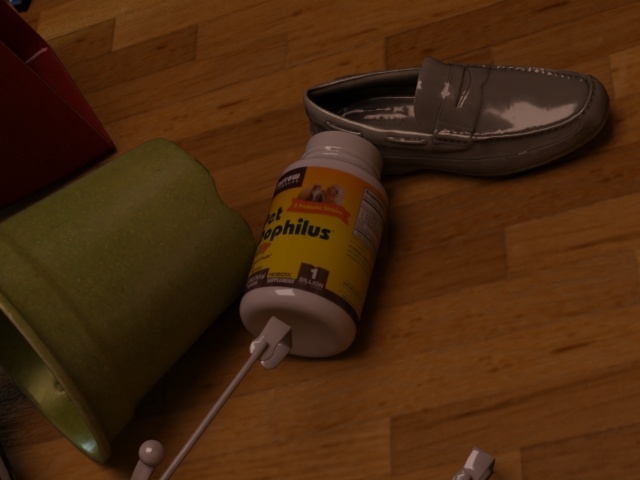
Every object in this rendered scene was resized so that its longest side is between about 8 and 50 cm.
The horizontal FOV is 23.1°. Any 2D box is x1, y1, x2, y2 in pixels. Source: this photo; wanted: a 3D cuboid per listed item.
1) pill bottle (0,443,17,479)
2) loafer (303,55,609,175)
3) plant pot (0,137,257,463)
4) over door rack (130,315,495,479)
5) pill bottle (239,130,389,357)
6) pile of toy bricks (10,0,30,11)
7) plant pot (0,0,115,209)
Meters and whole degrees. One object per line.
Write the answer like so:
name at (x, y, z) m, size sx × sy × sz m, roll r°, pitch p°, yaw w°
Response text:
pill bottle at (-0.370, 0.270, 1.531) m, size 0.162 × 0.162 × 0.278 m, roll -38°, pitch 45°, yaw -1°
loafer at (0.131, -0.130, 1.586) m, size 0.319 × 0.111 × 0.112 m, roll -6°, pitch 53°, yaw 27°
plant pot at (-0.209, 0.038, 1.574) m, size 0.254 × 0.276 × 0.276 m, roll -40°, pitch 45°, yaw -18°
over door rack at (-0.027, 0.222, 1.290) m, size 0.239 × 0.108 × 0.324 m, roll 32°, pitch 56°, yaw 12°
pill bottle at (0.000, 0.000, 1.557) m, size 0.117 × 0.117 × 0.215 m, roll -3°, pitch 54°, yaw 28°
pile of toy bricks at (-0.460, -0.372, 2.124) m, size 0.118 × 0.105 × 0.212 m, roll -4°, pitch 54°, yaw 27°
plant pot at (-0.450, -0.173, 1.864) m, size 0.235 × 0.267 × 0.267 m, roll -41°, pitch 45°, yaw 3°
